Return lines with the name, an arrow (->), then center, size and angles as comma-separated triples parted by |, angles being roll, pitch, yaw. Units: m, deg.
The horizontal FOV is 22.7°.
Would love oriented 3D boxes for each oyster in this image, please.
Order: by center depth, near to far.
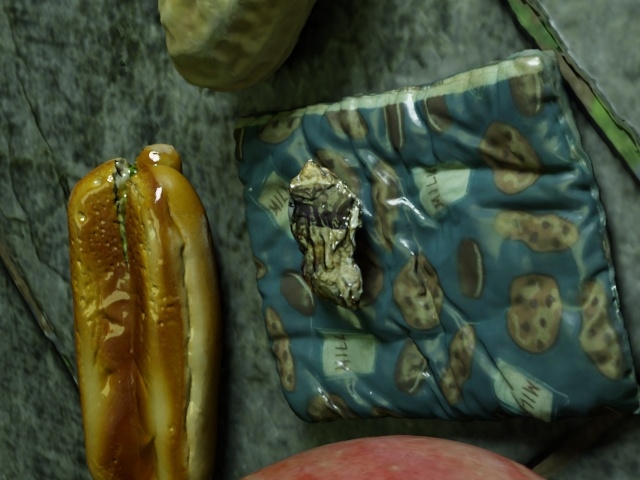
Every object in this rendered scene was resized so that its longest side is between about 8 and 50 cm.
oyster -> 0.000, -0.003, 0.861 | 0.054, 0.019, 0.083 | 10, 109, 46

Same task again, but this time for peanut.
peanut -> -0.032, -0.161, 0.842 | 0.093, 0.083, 0.194 | 48, 134, 23

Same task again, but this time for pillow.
pillow -> 0.050, 0.009, 0.854 | 0.255, 0.034, 0.189 | -8, 99, 46

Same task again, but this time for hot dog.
hot dog -> -0.104, 0.063, 1.007 | 0.100, 0.068, 0.250 | 13, 115, 30

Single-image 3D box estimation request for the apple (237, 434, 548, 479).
apple -> 0.033, 0.263, 0.758 | 0.269, 0.344, 0.345 | -133, 32, -81
